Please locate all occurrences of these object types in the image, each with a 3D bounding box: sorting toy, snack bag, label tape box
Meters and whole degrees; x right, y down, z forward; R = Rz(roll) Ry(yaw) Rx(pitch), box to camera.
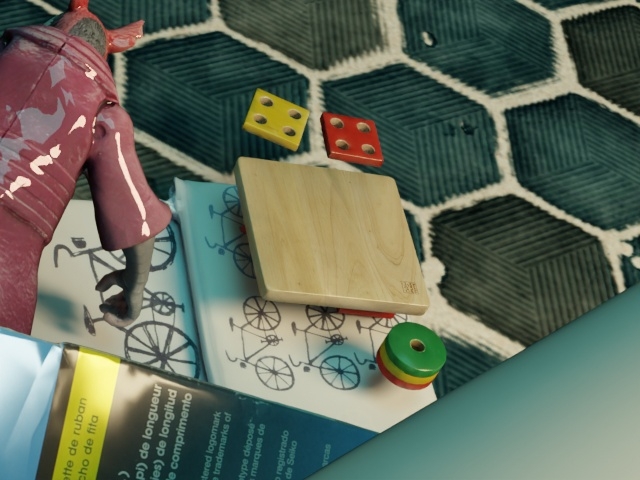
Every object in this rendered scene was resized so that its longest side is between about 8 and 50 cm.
[{"bbox_3d":[0.000,0.000,1.360,0.132,0.046,0.274,7,46,-23],"label":"sorting toy"},{"bbox_3d":[-0.082,0.079,1.306,0.342,0.037,0.323,4,48,-22],"label":"snack bag"},{"bbox_3d":[-0.103,0.197,0.995,0.333,0.106,0.241,20,73,-32],"label":"label tape box"}]

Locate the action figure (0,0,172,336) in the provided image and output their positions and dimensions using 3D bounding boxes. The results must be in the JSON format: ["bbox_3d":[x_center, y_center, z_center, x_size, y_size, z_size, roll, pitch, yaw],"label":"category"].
[{"bbox_3d":[-0.228,-0.036,1.153,0.248,0.276,0.370,24,69,4],"label":"action figure"}]

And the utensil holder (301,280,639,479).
[{"bbox_3d":[0.155,0.195,0.862,0.385,0.327,0.327,-27,61,-13],"label":"utensil holder"}]
